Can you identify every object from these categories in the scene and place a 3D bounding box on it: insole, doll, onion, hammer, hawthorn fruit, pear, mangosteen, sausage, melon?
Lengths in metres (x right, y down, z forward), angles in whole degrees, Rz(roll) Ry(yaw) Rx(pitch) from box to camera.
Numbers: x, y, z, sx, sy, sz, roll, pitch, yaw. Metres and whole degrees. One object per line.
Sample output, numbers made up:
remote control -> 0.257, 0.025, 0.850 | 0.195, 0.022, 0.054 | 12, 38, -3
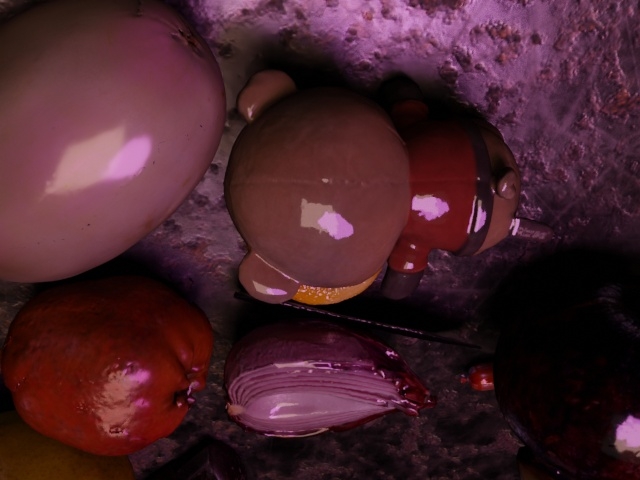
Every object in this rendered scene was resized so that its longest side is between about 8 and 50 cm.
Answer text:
insole -> 0.056, 0.106, 0.963 | 0.348, 0.119, 0.009 | 14, 81, -15
doll -> 0.068, -0.050, 0.741 | 0.330, 0.174, 0.235 | -2, 97, -20
onion -> 0.014, 0.177, 0.978 | 0.283, 0.120, 0.227 | 4, 145, -4
hammer -> -0.199, 0.500, 1.029 | 0.242, 0.409, 0.095 | -36, 125, 14
hawthorn fruit -> -0.280, 0.141, 0.870 | 0.299, 0.211, 0.211 | 6, 127, -1
pear -> -0.390, 0.362, 0.978 | 0.294, 0.294, 0.294 | -4, 128, -6
mangosteen -> 0.360, 0.190, 0.947 | 0.300, 0.300, 0.300 | -4, 128, -6
sausage -> 0.280, 0.200, 1.095 | 0.145, 0.050, 0.048 | -8, 169, -3
melon -> -0.233, -0.089, 0.676 | 0.317, 0.223, 0.223 | -33, 126, 20

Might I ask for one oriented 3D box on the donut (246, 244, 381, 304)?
donut -> -0.001, 0.001, 0.877 | 0.174, 0.074, 0.190 | -25, 127, 10
